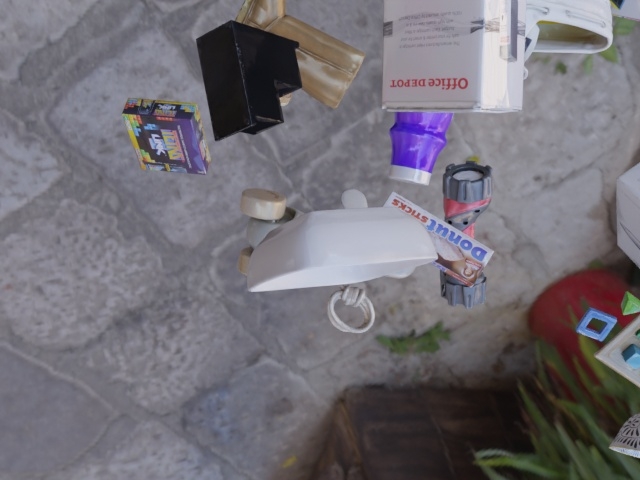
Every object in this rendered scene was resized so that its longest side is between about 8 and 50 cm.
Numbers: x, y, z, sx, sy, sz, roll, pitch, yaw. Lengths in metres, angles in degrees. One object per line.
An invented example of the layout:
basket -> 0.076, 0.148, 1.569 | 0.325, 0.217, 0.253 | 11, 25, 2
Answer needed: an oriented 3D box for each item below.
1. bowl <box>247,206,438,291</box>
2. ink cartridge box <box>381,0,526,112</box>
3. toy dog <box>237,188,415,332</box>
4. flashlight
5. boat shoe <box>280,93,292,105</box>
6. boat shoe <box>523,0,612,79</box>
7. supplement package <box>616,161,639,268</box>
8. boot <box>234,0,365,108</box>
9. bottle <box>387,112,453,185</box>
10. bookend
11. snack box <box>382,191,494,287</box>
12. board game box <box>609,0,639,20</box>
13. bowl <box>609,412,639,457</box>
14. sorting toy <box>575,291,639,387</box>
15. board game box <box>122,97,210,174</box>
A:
bowl -> 0.013, 0.007, 0.771 | 0.142, 0.053, 0.142 | -5, 171, -29
ink cartridge box -> 0.158, -0.262, 1.053 | 0.092, 0.159, 0.217 | -5, 100, -42
toy dog -> 0.000, 0.000, 1.626 | 0.334, 0.161, 0.220 | 30, 111, -4
flashlight -> 0.298, -0.006, 1.778 | 0.103, 0.103, 0.304 | -14, 120, -12
boat shoe -> -0.112, -0.319, 1.713 | 0.170, 0.063, 0.059 | 27, 133, -38
boat shoe -> 0.320, -0.347, 1.473 | 0.367, 0.156, 0.136 | -1, 160, -16
supplement package -> 0.451, -0.029, 1.123 | 0.105, 0.105, 0.179 | -35, 146, -2
boot -> -0.028, -0.436, 1.808 | 0.270, 0.089, 0.236 | 29, 115, -5
bottle -> 0.167, -0.229, 1.373 | 0.092, 0.118, 0.282 | 12, 91, -2
bookend -> -0.091, -0.222, 1.289 | 0.072, 0.156, 0.157 | -18, 169, 34
snack box -> 0.168, -0.002, 1.334 | 0.064, 0.178, 0.022 | -56, 171, -17
board game box -> 0.526, -0.528, 1.574 | 0.064, 0.317, 0.242 | -26, 131, -53
bowl -> 0.531, 0.297, 1.339 | 0.170, 0.170, 0.080 | 25, 75, -40
sorting toy -> 0.691, 0.233, 1.798 | 0.348, 0.047, 0.196 | 33, 122, -12
board game box -> -0.303, -0.204, 1.756 | 0.141, 0.048, 0.170 | 6, 146, 9
